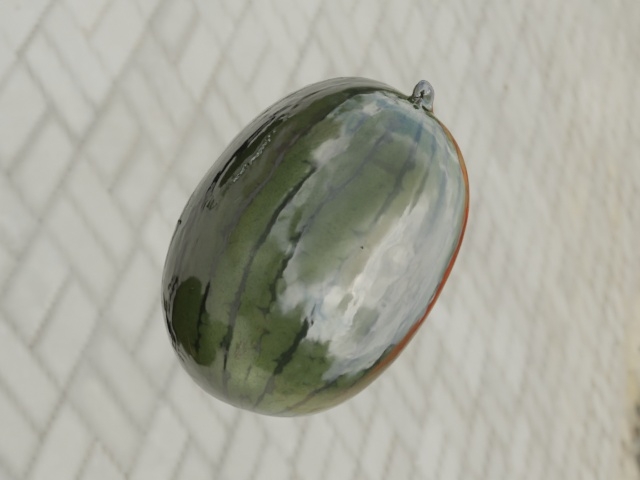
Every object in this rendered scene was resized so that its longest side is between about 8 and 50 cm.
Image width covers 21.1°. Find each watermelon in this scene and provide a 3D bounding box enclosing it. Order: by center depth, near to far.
[{"bbox_3d":[0.000,0.000,0.502,0.111,0.078,0.078,-55,137,-10],"label":"watermelon"}]
